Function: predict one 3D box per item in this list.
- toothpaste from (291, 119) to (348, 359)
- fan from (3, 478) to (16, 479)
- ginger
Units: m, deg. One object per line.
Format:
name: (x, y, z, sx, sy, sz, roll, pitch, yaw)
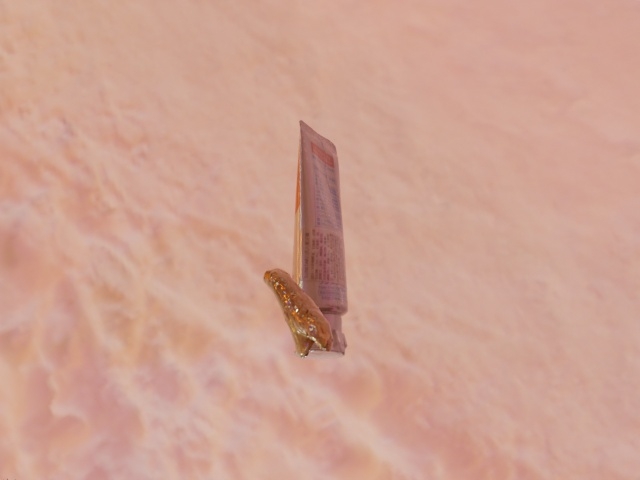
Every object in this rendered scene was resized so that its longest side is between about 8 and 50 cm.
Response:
toothpaste: (0.000, 0.000, 1.231, 0.057, 0.089, 0.234, -6, 74, 24)
fan: (-0.227, 0.187, 0.704, 0.329, 0.009, 0.191, 39, 94, 23)
ginger: (-0.013, 0.060, 0.959, 0.097, 0.030, 0.048, 48, 147, 42)
